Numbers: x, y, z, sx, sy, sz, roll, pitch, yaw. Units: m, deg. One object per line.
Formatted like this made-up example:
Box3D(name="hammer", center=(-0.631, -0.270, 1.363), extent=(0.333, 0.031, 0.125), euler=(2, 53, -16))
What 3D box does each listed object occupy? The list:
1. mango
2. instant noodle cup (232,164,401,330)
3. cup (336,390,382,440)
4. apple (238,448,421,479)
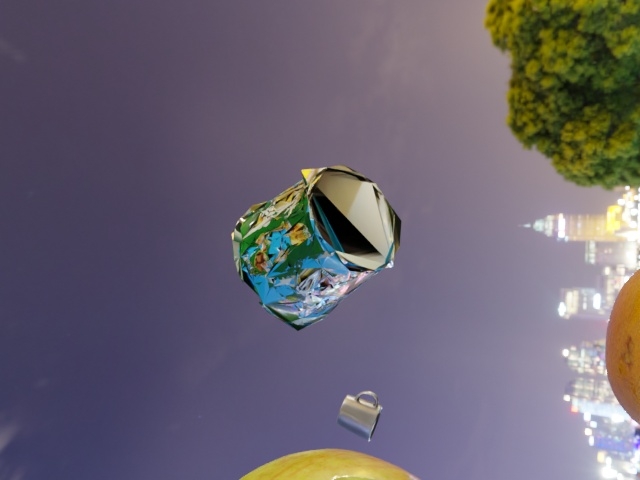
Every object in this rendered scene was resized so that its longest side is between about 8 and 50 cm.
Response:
Box3D(name="mango", center=(0.322, 0.094, 0.513), extent=(0.141, 0.102, 0.217), euler=(-59, -31, -32))
Box3D(name="instant noodle cup", center=(0.000, 0.000, 0.897), extent=(0.240, 0.178, 0.240), euler=(22, -127, -32))
Box3D(name="cup", center=(0.085, 0.361, 1.175), extent=(0.078, 0.077, 0.100), euler=(-19, -53, -70))
Box3D(name="apple", center=(-0.002, 0.307, 0.471), extent=(0.226, 0.246, 0.246), euler=(13, -101, -36))
